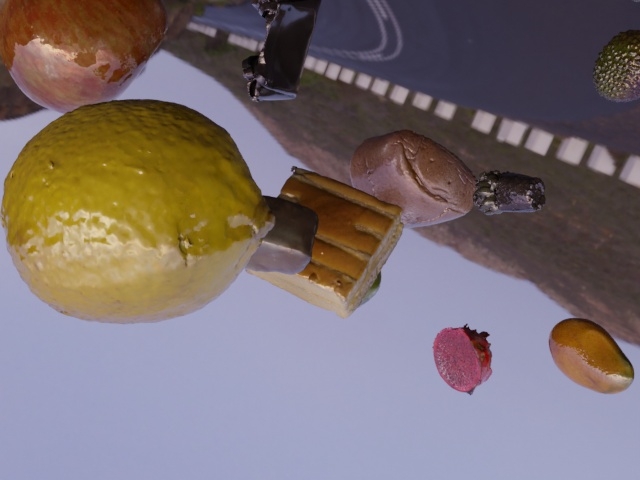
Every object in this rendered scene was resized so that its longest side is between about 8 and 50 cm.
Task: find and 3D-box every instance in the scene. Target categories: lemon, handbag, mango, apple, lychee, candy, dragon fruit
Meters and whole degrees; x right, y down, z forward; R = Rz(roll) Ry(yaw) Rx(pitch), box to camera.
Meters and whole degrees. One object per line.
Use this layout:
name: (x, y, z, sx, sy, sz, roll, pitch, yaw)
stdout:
lemon: (-0.210, -0.034, 0.848, 0.321, 0.268, 0.268, -10, -171, 10)
handbag: (-0.104, -0.483, 1.786, 0.113, 0.285, 0.257, 20, -161, 11)
mango: (0.478, 0.209, 1.303, 0.089, 0.115, 0.165, -12, -130, -35)
apple: (-0.438, -0.385, 1.341, 0.250, 0.277, 0.309, 38, -144, -20)
lychee: (0.704, -0.396, 1.676, 0.171, 0.171, 0.171, 22, -167, -5)
candy: (-0.123, -0.018, 1.165, 0.233, 0.102, 0.104, 16, -131, -6)
dragon fruit: (0.336, 0.254, 1.610, 0.110, 0.153, 0.153, -12, -150, -30)

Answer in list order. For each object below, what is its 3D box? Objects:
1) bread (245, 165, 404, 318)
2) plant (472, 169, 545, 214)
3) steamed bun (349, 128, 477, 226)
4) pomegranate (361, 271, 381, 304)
bread: (0.000, 0.000, 1.404, 0.246, 0.239, 0.111, 25, 151, 16)
plant: (0.379, -0.098, 1.482, 0.143, 0.095, 0.092, 4, -160, 45)
steamed bun: (0.223, -0.132, 1.837, 0.301, 0.199, 0.251, 27, 169, -30)
pomegranate: (0.074, 0.057, 1.804, 0.198, 0.246, 0.198, 44, -172, -8)
